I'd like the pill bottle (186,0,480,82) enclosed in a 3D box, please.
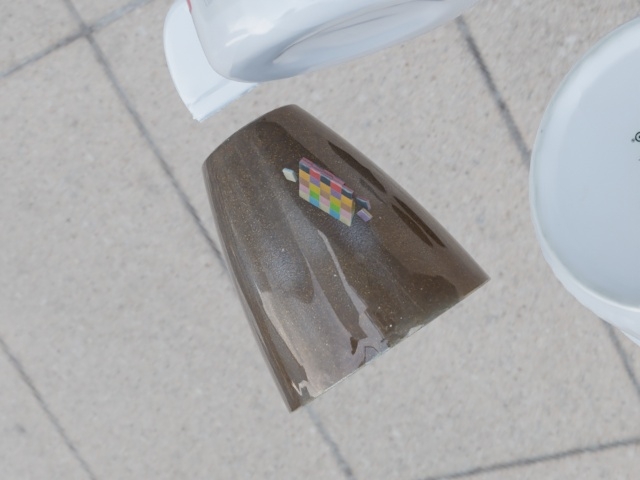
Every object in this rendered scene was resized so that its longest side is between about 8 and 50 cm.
[{"bbox_3d":[-0.034,-0.341,0.827,0.229,0.229,0.407,-19,90,31],"label":"pill bottle"}]

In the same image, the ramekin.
[{"bbox_3d":[0.269,-0.045,0.791,0.273,0.127,0.273,-14,70,42],"label":"ramekin"}]

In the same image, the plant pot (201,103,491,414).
[{"bbox_3d":[0.000,0.000,1.015,0.215,0.215,0.230,-37,83,35],"label":"plant pot"}]

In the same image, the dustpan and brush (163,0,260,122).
[{"bbox_3d":[-0.134,-0.256,1.241,0.147,0.060,0.211,-28,102,30],"label":"dustpan and brush"}]

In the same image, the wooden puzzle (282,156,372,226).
[{"bbox_3d":[0.006,-0.037,0.872,0.083,0.006,0.049,32,154,16],"label":"wooden puzzle"}]
